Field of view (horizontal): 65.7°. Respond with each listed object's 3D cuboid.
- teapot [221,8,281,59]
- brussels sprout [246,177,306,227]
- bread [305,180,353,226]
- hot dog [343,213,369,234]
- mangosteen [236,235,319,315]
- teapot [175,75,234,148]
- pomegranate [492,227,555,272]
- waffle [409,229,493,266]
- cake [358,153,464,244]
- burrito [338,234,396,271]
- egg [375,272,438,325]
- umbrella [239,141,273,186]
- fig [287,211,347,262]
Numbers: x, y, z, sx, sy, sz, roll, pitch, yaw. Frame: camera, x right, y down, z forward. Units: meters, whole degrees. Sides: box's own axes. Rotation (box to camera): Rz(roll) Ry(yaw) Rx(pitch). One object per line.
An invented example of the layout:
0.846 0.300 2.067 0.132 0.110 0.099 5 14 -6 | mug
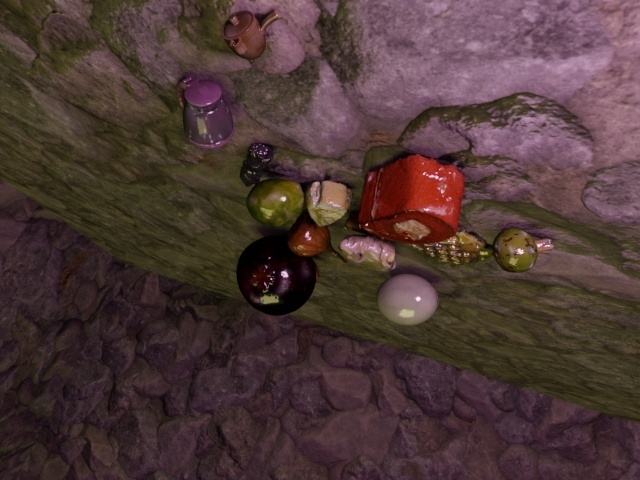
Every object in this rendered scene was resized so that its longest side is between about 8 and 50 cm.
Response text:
-0.113 -0.354 0.850 0.110 0.085 0.080 -11 151 21 | teapot
-0.123 -0.108 1.391 0.144 0.161 0.181 62 -178 16 | brussels sprout
0.004 -0.106 1.349 0.110 0.103 0.156 22 154 -23 | bread
0.149 -0.044 1.437 0.188 0.055 0.072 11 180 37 | hot dog
-0.157 0.127 1.900 0.307 0.307 0.347 15 -172 15 | mangosteen
-0.262 -0.302 1.126 0.116 0.148 0.146 -13 151 -12 | teapot
0.495 0.020 1.213 0.142 0.115 0.114 -10 159 -1 | pomegranate
0.357 0.019 1.403 0.223 0.054 0.204 28 160 -22 | waffle
0.212 -0.084 1.144 0.177 0.151 0.283 16 164 -25 | cake
0.145 0.034 1.497 0.175 0.107 0.348 25 180 12 | burrito
0.305 0.210 1.768 0.186 0.187 0.253 35 155 -35 | egg
-0.181 -0.197 1.361 0.066 0.059 0.235 40 158 -2 | umbrella
0.000 0.000 1.574 0.201 0.146 0.134 25 176 -12 | fig
